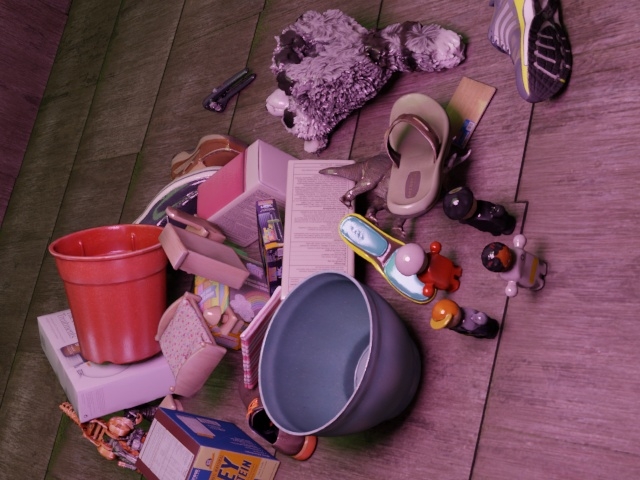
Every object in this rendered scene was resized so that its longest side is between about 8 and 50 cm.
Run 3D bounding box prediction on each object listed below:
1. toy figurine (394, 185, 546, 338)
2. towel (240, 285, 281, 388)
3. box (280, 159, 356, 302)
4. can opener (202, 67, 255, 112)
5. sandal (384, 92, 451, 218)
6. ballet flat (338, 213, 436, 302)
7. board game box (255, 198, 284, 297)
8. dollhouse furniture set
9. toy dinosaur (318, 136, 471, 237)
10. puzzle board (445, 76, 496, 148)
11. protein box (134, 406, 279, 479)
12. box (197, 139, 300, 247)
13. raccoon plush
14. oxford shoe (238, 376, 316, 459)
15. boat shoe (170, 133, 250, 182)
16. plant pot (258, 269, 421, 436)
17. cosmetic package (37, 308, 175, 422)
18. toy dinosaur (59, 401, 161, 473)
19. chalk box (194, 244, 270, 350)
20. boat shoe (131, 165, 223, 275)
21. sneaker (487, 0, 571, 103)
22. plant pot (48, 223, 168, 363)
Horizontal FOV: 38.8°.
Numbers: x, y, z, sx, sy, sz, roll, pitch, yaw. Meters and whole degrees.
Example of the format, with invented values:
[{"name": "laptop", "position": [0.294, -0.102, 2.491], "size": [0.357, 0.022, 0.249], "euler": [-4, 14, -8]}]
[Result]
[{"name": "toy figurine", "position": [0.248, 0.041, 1.524], "size": [0.213, 0.148, 0.210], "euler": [-48, 41, 23]}, {"name": "towel", "position": [-0.119, 0.199, 1.850], "size": [0.029, 0.197, 0.144], "euler": [23, 52, 18]}, {"name": "box", "position": [0.000, 0.000, 1.825], "size": [0.121, 0.147, 0.311], "euler": [86, -173, -64]}, {"name": "can opener", "position": [-0.249, -0.407, 2.442], "size": [0.186, 0.059, 0.073], "euler": [-33, 48, 37]}, {"name": "sandal", "position": [0.166, -0.170, 1.619], "size": [0.120, 0.086, 0.303], "euler": [-18, 41, 23]}, {"name": "ballet flat", "position": [0.131, 0.031, 1.713], "size": [0.231, 0.077, 0.077], "euler": [41, 94, 15]}, {"name": "board game box", "position": [-0.105, 0.018, 1.971], "size": [0.170, 0.048, 0.141], "euler": [89, 167, -48]}, {"name": "dollhouse furniture set", "position": [-0.333, 0.148, 1.943], "size": [0.356, 0.173, 0.303], "euler": [-55, 39, 15]}, {"name": "toy dinosaur", "position": [0.139, -0.108, 1.747], "size": [0.313, 0.121, 0.160], "euler": [11, 56, 45]}, {"name": "puzzle board", "position": [0.278, -0.247, 1.752], "size": [0.096, 0.011, 0.128], "euler": [36, 101, 51]}, {"name": "protein box", "position": [-0.233, 0.455, 1.855], "size": [0.201, 0.199, 0.136], "euler": [23, 91, 53]}, {"name": "box", "position": [-0.160, -0.105, 2.100], "size": [0.232, 0.148, 0.127], "euler": [-32, 48, 36]}, {"name": "raccoon plush", "position": [0.086, -0.304, 1.942], "size": [0.446, 0.299, 0.216], "euler": [14, 64, 21]}, {"name": "oxford shoe", "position": [-0.110, 0.342, 1.847], "size": [0.271, 0.098, 0.097], "euler": [33, 98, 53]}, {"name": "boat shoe", "position": [-0.288, -0.180, 2.328], "size": [0.324, 0.122, 0.120], "euler": [-18, 56, 55]}, {"name": "plant pot", "position": [0.054, 0.220, 1.628], "size": [0.293, 0.196, 0.293], "euler": [-26, 53, 40]}, {"name": "cosmetic package", "position": [-0.503, 0.270, 2.218], "size": [0.377, 0.284, 0.098], "euler": [37, 133, 52]}, {"name": "toy dinosaur", "position": [-0.445, 0.449, 2.093], "size": [0.164, 0.218, 0.322], "euler": [-44, 83, 5]}, {"name": "chalk box", "position": [-0.196, 0.117, 2.045], "size": [0.132, 0.132, 0.213], "euler": [-31, 48, 37]}, {"name": "boat shoe", "position": [-0.392, 0.005, 2.264], "size": [0.500, 0.187, 0.156], "euler": [-37, 54, 8]}, {"name": "sneaker", "position": [0.369, -0.361, 1.641], "size": [0.121, 0.111, 0.300], "euler": [-38, 39, 47]}, {"name": "plant pot", "position": [-0.461, 0.124, 2.072], "size": [0.272, 0.272, 0.265], "euler": [18, 118, 53]}]
